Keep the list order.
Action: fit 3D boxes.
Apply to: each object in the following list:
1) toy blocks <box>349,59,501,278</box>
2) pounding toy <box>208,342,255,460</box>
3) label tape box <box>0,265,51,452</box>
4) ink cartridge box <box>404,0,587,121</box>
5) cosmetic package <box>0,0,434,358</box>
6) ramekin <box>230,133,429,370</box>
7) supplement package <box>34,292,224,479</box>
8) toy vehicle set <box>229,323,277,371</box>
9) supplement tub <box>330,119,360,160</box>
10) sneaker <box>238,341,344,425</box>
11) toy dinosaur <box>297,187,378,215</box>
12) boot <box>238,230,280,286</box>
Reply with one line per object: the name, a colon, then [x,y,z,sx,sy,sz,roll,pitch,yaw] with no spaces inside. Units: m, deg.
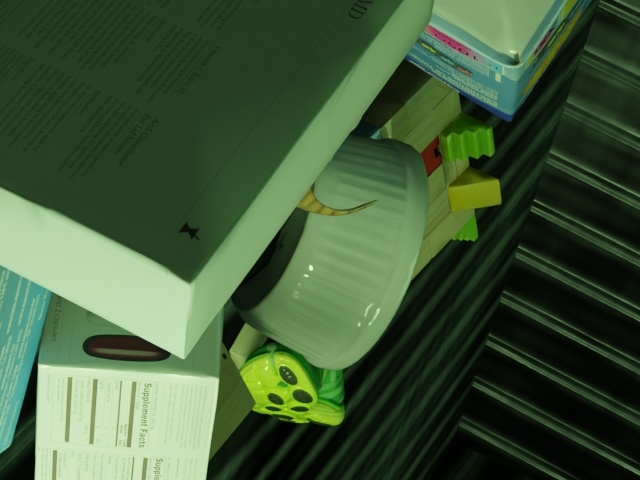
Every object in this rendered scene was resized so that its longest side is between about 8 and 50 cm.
toy blocks: [0.066,-0.066,2.416,0.261,0.191,0.381,-45,145,-26]
pounding toy: [-0.202,0.203,2.011,0.094,0.181,0.206,63,37,-17]
label tape box: [-0.323,0.095,1.354,0.348,0.115,0.249,-37,150,-59]
ink cartridge box: [0.200,-0.278,1.883,0.270,0.151,0.395,-56,175,-1]
cosmetic package: [-0.120,-0.130,1.356,0.377,0.284,0.097,-54,162,-36]
ramekin: [0.000,0.000,2.151,0.273,0.127,0.273,-49,-150,42]
supplement package: [-0.159,0.074,1.647,0.204,0.145,0.262,101,-8,-47]
toy vehicle set: [-0.034,0.073,2.548,0.267,0.035,0.166,-60,165,-21]
supplement tub: [-0.006,-0.195,1.959,0.199,0.144,0.144,-67,166,7]
sneaker: [-0.036,0.162,2.451,0.295,0.109,0.123,49,43,-73]
toy dinosaur: [-0.033,-0.051,1.911,0.211,0.112,0.064,48,25,-48]
boot: [-0.117,0.002,1.984,0.207,0.094,0.246,-48,165,-40]
